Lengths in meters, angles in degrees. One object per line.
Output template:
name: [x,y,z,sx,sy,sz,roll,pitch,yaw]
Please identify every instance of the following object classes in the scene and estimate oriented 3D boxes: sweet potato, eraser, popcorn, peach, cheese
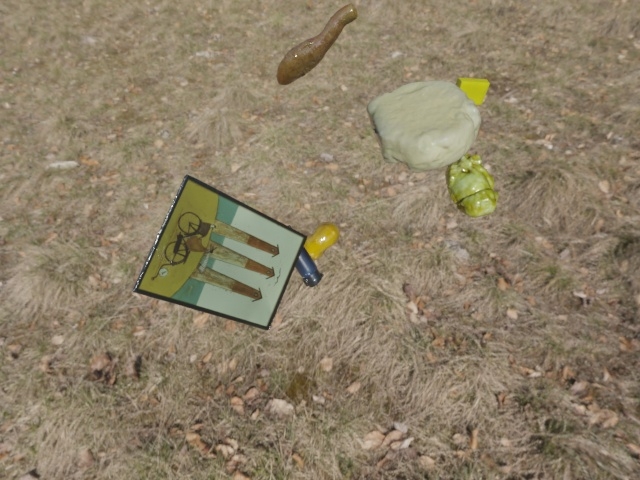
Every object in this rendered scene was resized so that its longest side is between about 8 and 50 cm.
sweet potato: [-0.028,-0.675,1.440,0.109,0.386,0.109,31,44,-36]
eraser: [0.610,-0.607,1.660,0.123,0.097,0.045,-1,43,-6]
popcorn: [0.612,-0.204,1.638,0.225,0.174,0.285,29,41,-55]
peach: [0.000,0.000,1.660,0.103,0.179,0.179,44,31,-6]
cheese: [0.284,-0.336,1.176,0.327,0.115,0.317,16,59,29]

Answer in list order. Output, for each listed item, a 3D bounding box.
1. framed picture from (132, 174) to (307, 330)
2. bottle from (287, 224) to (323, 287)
framed picture: [-0.191,0.041,0.867,0.324,0.243,0.013,27,-8,-37]
bottle: [-0.081,0.062,1.521,0.082,0.244,0.072,-38,9,-26]
